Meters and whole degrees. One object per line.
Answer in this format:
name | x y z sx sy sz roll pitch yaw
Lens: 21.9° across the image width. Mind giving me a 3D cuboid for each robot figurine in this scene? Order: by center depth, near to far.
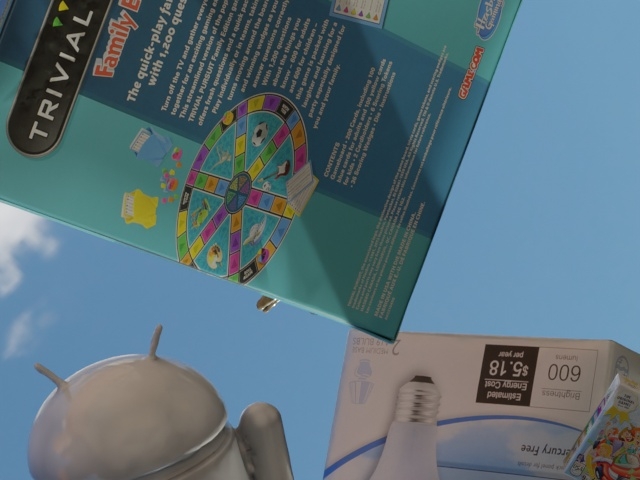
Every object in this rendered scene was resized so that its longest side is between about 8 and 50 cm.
robot figurine | -0.165 0.261 1.619 0.300 0.200 0.353 -22 -74 -19

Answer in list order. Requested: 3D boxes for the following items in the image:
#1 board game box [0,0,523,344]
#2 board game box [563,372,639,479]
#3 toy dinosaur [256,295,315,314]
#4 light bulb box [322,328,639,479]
board game box | -0.054 -0.107 1.002 0.336 0.079 0.253 22 -92 -36
board game box | 0.313 0.200 1.504 0.154 0.103 0.026 26 -160 -2
toy dinosaur | 0.000 0.000 1.465 0.092 0.053 0.183 54 -138 -39
light bulb box | 0.197 0.301 1.830 0.225 0.358 0.361 24 -109 -48
